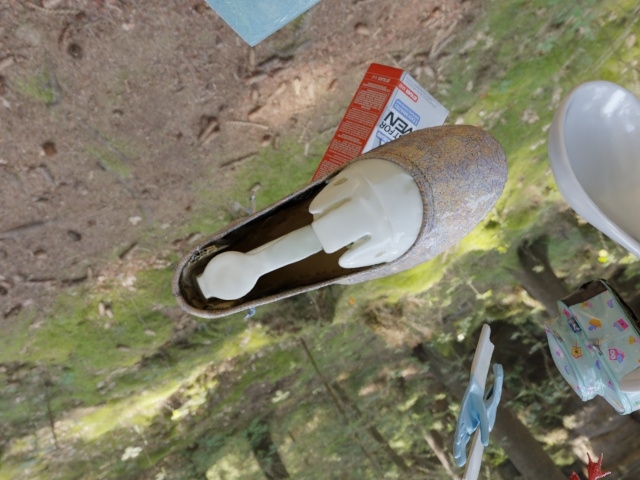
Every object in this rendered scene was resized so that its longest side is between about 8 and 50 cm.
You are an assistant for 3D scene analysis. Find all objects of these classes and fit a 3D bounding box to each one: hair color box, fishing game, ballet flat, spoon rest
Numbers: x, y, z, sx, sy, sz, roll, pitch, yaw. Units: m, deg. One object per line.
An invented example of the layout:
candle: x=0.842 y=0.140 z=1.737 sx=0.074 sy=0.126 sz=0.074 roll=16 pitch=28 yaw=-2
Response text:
hair color box: x=0.058 y=-0.087 z=0.635 sx=0.093 sy=0.053 sz=0.167 roll=24 pitch=95 yaw=-46
fishing game: x=-0.118 y=0.029 z=0.957 sx=0.041 sy=0.189 sz=0.264 roll=0 pitch=174 yaw=-7
ballet flat: x=0.000 y=0.000 z=0.502 sx=0.316 sy=0.107 sz=0.106 roll=-26 pitch=178 yaw=27
spoon rest: x=0.273 y=-0.007 z=0.518 sx=0.137 sy=0.276 sz=0.084 roll=-16 pitch=-179 yaw=-29

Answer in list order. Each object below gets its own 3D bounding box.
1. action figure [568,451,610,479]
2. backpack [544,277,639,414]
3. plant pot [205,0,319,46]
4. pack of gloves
action figure: x=0.341 y=0.384 z=0.903 sx=0.281 sy=0.138 sz=0.091 roll=-6 pitch=152 yaw=41
backpack: x=0.446 y=0.178 z=0.946 sx=0.144 sy=0.188 sz=0.166 roll=-34 pitch=147 yaw=4
plant pot: x=-0.057 y=-0.438 z=0.726 sx=0.253 sy=0.246 sz=0.248 roll=-20 pitch=166 yaw=16
pack of gloves: x=0.284 y=0.290 z=1.015 sx=0.195 sy=0.046 sz=0.232 roll=57 pitch=48 yaw=-45
